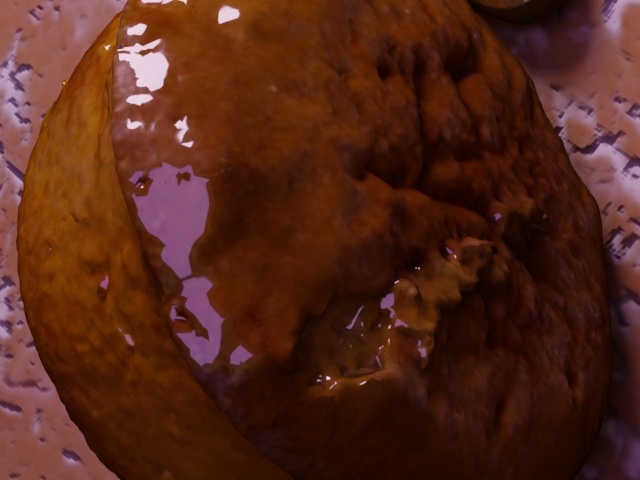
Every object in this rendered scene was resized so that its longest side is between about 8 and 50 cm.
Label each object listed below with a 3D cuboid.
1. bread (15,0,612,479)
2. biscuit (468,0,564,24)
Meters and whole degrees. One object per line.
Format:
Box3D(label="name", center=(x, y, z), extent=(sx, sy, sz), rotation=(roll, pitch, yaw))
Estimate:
Box3D(label="bread", center=(0.001, 0.005, 0.897), extent=(0.172, 0.312, 0.312), rotation=(-27, 71, 37))
Box3D(label="biscuit", center=(0.071, -0.219, 1.021), extent=(0.180, 0.039, 0.236), rotation=(-7, 80, 30))
